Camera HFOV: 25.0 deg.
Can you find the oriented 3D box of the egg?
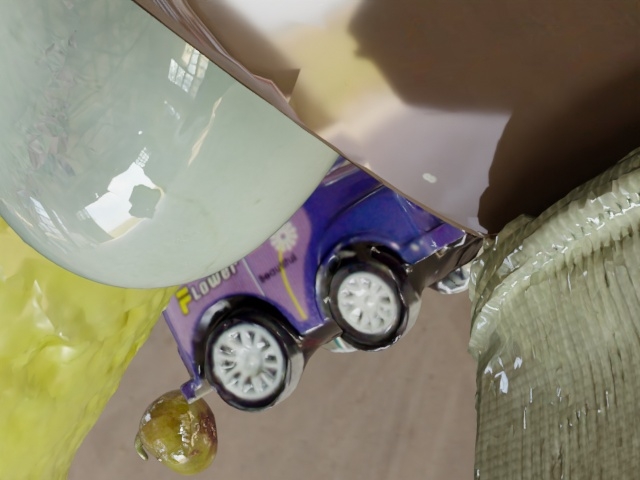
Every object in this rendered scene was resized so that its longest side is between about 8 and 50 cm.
[{"bbox_3d":[-0.052,-0.114,0.505,0.183,0.183,0.264,-4,74,47],"label":"egg"}]

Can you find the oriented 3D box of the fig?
[{"bbox_3d":[-0.153,0.195,1.466,0.098,0.084,0.082,-8,50,19],"label":"fig"}]

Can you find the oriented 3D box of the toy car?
[{"bbox_3d":[0.000,0.000,0.947,0.235,0.172,0.158,-30,88,28],"label":"toy car"}]

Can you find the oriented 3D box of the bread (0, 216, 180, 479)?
[{"bbox_3d":[-0.245,0.002,0.835,0.308,0.348,0.348,-49,44,3],"label":"bread"}]

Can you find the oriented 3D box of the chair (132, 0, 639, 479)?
[{"bbox_3d":[0.053,-0.044,0.305,0.160,0.186,0.319,-28,34,37],"label":"chair"}]
